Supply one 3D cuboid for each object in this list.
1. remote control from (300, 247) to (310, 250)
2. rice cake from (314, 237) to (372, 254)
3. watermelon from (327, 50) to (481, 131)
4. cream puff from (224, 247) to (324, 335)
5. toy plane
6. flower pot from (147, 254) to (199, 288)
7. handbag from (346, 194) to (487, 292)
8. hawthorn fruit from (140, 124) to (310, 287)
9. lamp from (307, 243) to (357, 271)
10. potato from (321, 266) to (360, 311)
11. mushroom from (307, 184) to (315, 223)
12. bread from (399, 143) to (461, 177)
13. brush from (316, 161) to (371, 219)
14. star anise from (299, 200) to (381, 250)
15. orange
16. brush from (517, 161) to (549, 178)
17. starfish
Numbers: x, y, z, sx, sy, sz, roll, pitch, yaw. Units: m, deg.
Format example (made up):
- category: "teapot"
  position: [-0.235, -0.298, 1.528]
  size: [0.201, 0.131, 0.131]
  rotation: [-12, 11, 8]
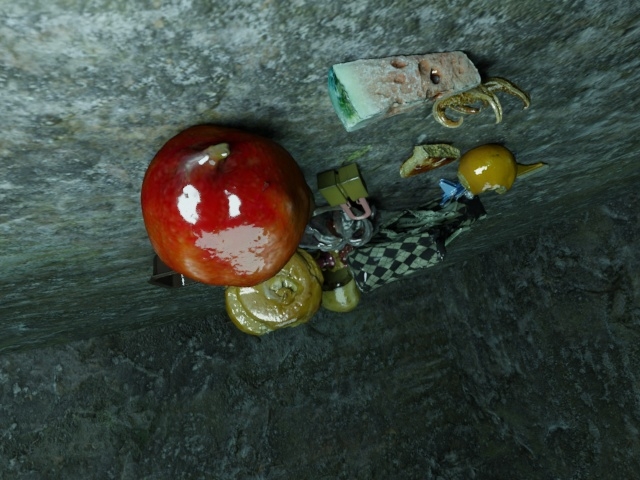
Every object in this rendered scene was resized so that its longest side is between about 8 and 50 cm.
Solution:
- category: "remote control"
  position: [0.000, 0.000, 1.883]
  size: [0.221, 0.042, 0.072]
  rotation: [-17, 168, 19]
- category: "rice cake"
  position: [0.061, 0.067, 2.204]
  size: [0.398, 0.064, 0.070]
  rotation: [-16, 158, 6]
- category: "watermelon"
  position: [0.138, -0.244, 0.867]
  size: [0.241, 0.095, 0.154]
  rotation: [-17, 174, -2]
- category: "cream puff"
  position: [-0.156, 0.168, 1.796]
  size: [0.343, 0.327, 0.231]
  rotation: [-54, 179, -12]
- category: "toy plane"
  position: [0.453, -0.176, 1.524]
  size: [0.246, 0.078, 0.169]
  rotation: [-23, -167, 21]
- category: "flower pot"
  position: [-0.428, 0.082, 1.657]
  size: [0.178, 0.084, 0.251]
  rotation: [-15, 169, 2]
- category: "handbag"
  position: [0.312, -0.010, 1.629]
  size: [0.316, 0.180, 0.416]
  rotation: [-25, -175, 43]
- category: "hawthorn fruit"
  position: [-0.168, -0.056, 0.906]
  size: [0.294, 0.295, 0.311]
  rotation: [-19, 166, 23]
- category: "lamp"
  position: [0.024, 0.070, 2.050]
  size: [0.253, 0.118, 0.118]
  rotation: [-22, 168, 3]
- category: "potato"
  position: [0.070, 0.202, 2.257]
  size: [0.242, 0.243, 0.285]
  rotation: [-4, -172, -39]
- category: "mushroom"
  position: [-0.131, -0.065, 1.199]
  size: [0.253, 0.153, 0.253]
  rotation: [-15, 158, -6]
- category: "bread"
  position: [0.271, -0.199, 1.264]
  size: [0.135, 0.054, 0.154]
  rotation: [-10, 173, -12]
- category: "brush"
  position: [0.076, -0.108, 1.340]
  size: [0.103, 0.047, 0.233]
  rotation: [-16, 154, 14]
- category: "star anise"
  position: [0.049, -0.032, 1.554]
  size: [0.359, 0.139, 0.316]
  rotation: [-11, 159, -31]
- category: "orange"
  position: [0.431, -0.177, 1.375]
  size: [0.156, 0.134, 0.157]
  rotation: [-10, 155, -5]
- category: "brush"
  position: [0.611, -0.224, 1.646]
  size: [0.272, 0.013, 0.103]
  rotation: [-1, 161, -46]
- category: "starfish"
  position: [0.289, -0.251, 0.946]
  size: [0.146, 0.074, 0.190]
  rotation: [-6, -162, 34]
